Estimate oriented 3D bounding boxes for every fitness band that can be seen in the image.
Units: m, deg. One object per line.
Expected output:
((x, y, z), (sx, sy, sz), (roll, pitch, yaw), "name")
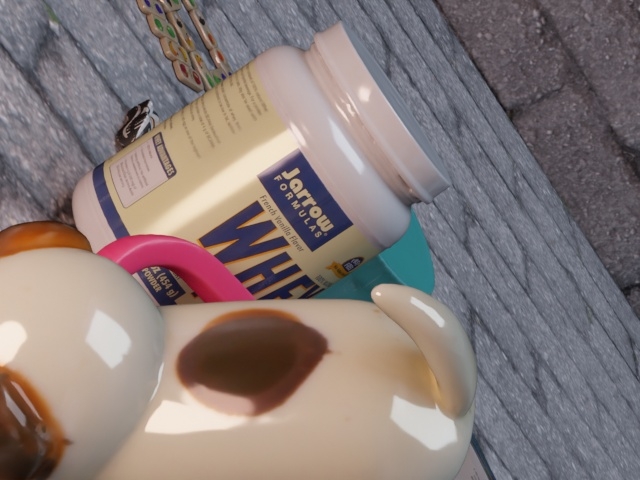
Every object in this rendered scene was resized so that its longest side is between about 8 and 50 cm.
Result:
((-0.131, 0.126, 1.784), (0.291, 0.054, 0.209), (50, 61, -33), "fitness band")

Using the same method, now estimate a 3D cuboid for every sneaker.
((-0.197, -0.122, 2.170), (0.044, 0.040, 0.109), (59, 18, -17), "sneaker")

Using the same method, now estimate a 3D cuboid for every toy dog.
((-0.110, 0.150, 1.515), (0.408, 0.395, 0.284), (17, 57, -11), "toy dog")

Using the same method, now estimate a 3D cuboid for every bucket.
((0.000, 0.000, 2.309), (0.281, 0.183, 0.281), (53, 20, -29), "bucket")

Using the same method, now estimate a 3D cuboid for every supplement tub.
((-0.057, -0.047, 1.931), (0.235, 0.325, 0.235), (54, 8, -12), "supplement tub")

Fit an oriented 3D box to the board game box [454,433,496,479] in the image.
((0.135, 0.307, 2.212), (0.144, 0.142, 0.275), (64, 3, 4), "board game box")

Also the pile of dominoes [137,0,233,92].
((-0.181, -0.307, 2.483), (0.251, 0.040, 0.196), (62, 17, -2), "pile of dominoes")
